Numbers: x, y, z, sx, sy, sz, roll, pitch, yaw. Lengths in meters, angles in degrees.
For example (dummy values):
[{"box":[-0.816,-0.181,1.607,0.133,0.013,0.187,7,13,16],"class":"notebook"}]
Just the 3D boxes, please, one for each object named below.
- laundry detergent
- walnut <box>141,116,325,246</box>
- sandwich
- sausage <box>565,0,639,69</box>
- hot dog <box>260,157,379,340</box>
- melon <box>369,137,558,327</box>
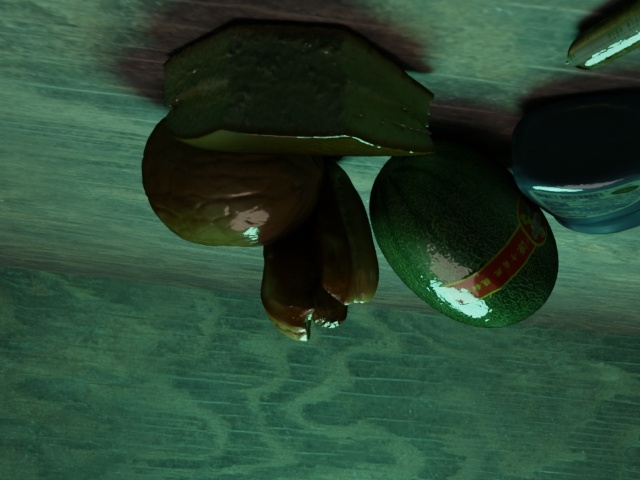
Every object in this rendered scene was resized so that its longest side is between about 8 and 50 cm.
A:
[{"box":[0.304,-0.066,0.759,0.143,0.094,0.289,-8,166,25],"class":"laundry detergent"},{"box":[-0.091,-0.070,0.739,0.207,0.168,0.167,3,168,28],"class":"walnut"},{"box":[-0.024,-0.125,0.608,0.257,0.094,0.096,3,172,5],"class":"sandwich"},{"box":[0.246,-0.164,0.437,0.032,0.033,0.269,10,168,-19],"class":"sausage"},{"box":[0.000,0.000,0.814,0.100,0.135,0.337,45,-166,-21],"class":"hot dog"},{"box":[0.177,0.002,0.822,0.182,0.182,0.287,-8,140,48],"class":"melon"}]
